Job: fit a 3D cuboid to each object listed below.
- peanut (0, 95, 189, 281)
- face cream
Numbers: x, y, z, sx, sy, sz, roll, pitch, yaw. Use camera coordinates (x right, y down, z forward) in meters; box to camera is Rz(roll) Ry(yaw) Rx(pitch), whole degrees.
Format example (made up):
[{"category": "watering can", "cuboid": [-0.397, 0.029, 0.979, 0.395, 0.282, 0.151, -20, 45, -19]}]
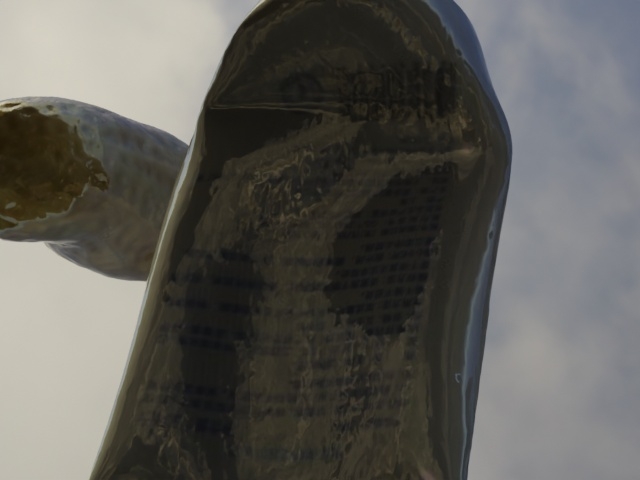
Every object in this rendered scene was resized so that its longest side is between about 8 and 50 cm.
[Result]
[{"category": "peanut", "cuboid": [-0.186, -0.039, 1.268, 0.137, 0.253, 0.122, -32, -123, 27]}, {"category": "face cream", "cuboid": [0.000, 0.000, 0.979, 0.235, 0.137, 0.420, 0, -123, 20]}]
